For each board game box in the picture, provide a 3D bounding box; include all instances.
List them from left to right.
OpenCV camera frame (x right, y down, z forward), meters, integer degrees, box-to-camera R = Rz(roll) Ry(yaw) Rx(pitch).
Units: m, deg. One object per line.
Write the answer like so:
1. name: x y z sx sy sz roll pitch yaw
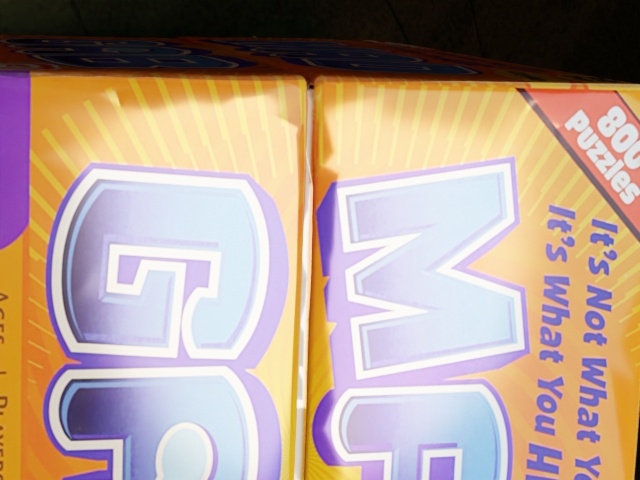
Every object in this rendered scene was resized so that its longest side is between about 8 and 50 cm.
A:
1. board game box: -0.058 0.070 0.923 0.356 0.356 0.356 -1 100 -15

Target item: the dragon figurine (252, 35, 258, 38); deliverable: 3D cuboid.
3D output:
1. dragon figurine: 0.000 0.000 1.192 0.085 0.144 0.289 -1 99 -44
